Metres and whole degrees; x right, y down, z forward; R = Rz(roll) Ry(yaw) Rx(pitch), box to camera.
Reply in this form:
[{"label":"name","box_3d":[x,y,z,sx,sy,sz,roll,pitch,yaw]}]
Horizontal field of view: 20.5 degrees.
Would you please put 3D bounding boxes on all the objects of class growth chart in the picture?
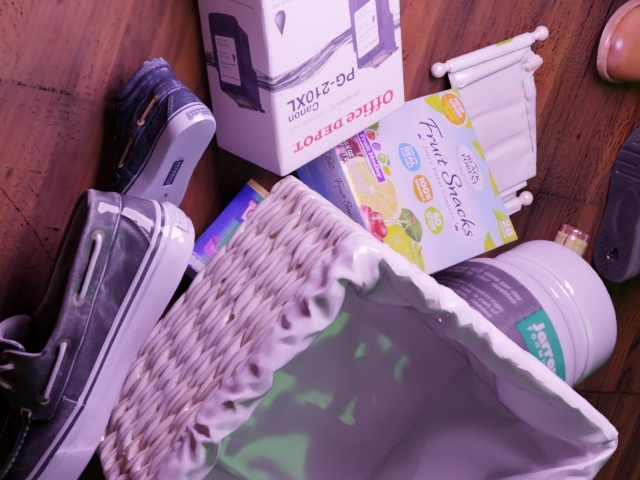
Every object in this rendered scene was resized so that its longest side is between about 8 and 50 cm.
[{"label":"growth chart","box_3d":[0.174,-0.108,1.934,0.172,0.021,0.237,-16,124,-25]}]

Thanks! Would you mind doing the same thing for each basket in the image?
[{"label":"basket","box_3d":[0.016,0.164,1.562,0.328,0.266,0.331,37,96,-26]}]

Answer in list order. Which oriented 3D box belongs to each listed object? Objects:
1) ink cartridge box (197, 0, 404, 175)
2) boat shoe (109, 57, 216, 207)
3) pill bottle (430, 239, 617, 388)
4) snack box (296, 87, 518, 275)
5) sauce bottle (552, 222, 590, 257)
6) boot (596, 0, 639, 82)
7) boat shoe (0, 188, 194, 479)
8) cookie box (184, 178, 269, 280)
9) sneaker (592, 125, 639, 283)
[{"label":"ink cartridge box","box_3d":[-0.017,-0.204,1.621,0.172,0.100,0.237,-32,132,-33]},{"label":"boat shoe","box_3d":[-0.158,-0.075,1.574,0.065,0.083,0.183,-10,145,-45]},{"label":"pill bottle","box_3d":[0.146,0.140,1.924,0.361,0.204,0.204,-27,130,-37]},{"label":"snack box","box_3d":[0.086,-0.048,1.780,0.207,0.070,0.174,-20,87,-45]},{"label":"sauce bottle","box_3d":[0.286,0.043,2.158,0.042,0.042,0.128,21,97,-52]},{"label":"boot","box_3d":[0.475,-0.202,2.083,0.283,0.220,0.109,3,109,-49]},{"label":"boat shoe","box_3d":[-0.235,0.098,1.554,0.119,0.121,0.335,22,102,-24]},{"label":"cookie box","box_3d":[-0.068,0.011,1.698,0.107,0.092,0.040,-51,-176,-16]},{"label":"sneaker","box_3d":[0.426,-0.060,2.223,0.130,0.087,0.227,-14,124,-46]}]
